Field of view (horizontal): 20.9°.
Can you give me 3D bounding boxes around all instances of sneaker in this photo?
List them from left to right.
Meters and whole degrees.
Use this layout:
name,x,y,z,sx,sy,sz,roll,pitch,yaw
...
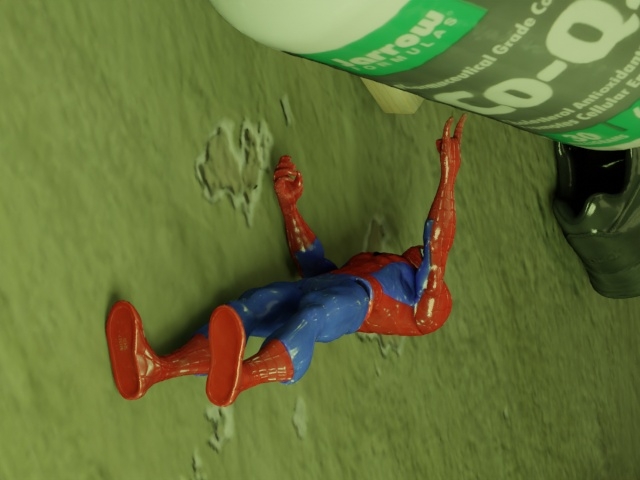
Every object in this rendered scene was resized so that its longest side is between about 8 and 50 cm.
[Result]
name,x,y,z,sx,sy,sz,roll,pitch,yaw
sneaker,0.248,-0.102,1.395,0.130,0.109,0.286,42,47,-42

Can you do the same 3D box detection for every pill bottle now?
name,x,y,z,sx,sy,sz,roll,pitch,yaw
pill bottle,0.058,-0.179,0.900,0.361,0.204,0.204,13,72,-41

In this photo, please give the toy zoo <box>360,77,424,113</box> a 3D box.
name,x,y,z,sx,sy,sz,roll,pitch,yaw
toy zoo,0.081,-0.247,1.067,0.293,0.030,0.192,-53,126,-23

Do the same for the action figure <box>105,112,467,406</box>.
name,x,y,z,sx,sy,sz,roll,pitch,yaw
action figure,0.000,0.000,0.934,0.280,0.091,0.139,-8,100,-61
